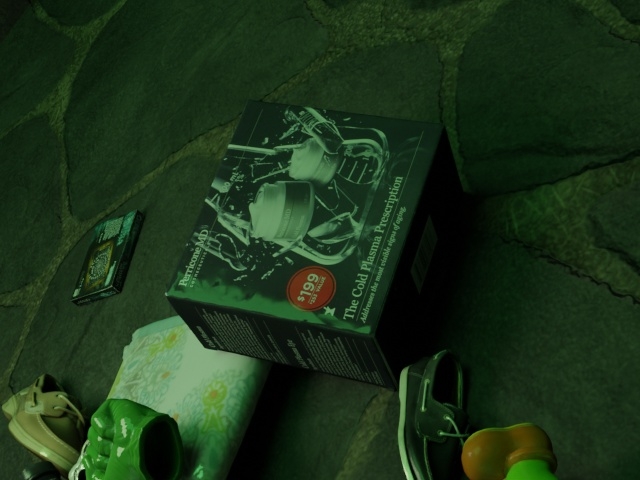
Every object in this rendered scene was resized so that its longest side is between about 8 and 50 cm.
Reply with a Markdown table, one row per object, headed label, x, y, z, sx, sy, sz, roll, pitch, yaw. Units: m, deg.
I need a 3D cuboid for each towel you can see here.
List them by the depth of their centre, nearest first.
| label | x | y | z | sx | sy | sz | roll | pitch | yaw |
| --- | --- | --- | --- | --- | --- | --- | --- | --- | --- |
| towel | -0.221 | 0.257 | 1.843 | 0.374 | 0.090 | 0.321 | -19 | 43 | 45 |

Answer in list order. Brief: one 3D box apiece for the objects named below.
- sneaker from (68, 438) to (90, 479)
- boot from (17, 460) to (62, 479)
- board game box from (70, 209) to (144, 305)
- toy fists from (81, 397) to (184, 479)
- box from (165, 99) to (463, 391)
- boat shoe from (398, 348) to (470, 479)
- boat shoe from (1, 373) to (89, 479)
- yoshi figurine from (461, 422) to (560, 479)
| label | x | y | z | sx | sy | sz | roll | pitch | yaw |
| --- | --- | --- | --- | --- | --- | --- | --- | --- | --- |
| sneaker | -0.353 | 0.339 | 1.817 | 0.037 | 0.032 | 0.083 | 21 | 84 | 54 |
| boot | -0.415 | 0.494 | 1.843 | 0.207 | 0.094 | 0.247 | 47 | 129 | 34 |
| board game box | -0.419 | 0.034 | 2.337 | 0.126 | 0.026 | 0.186 | -17 | 46 | 37 |
| toy fists | -0.258 | 0.356 | 1.645 | 0.096 | 0.279 | 0.142 | -18 | 14 | -42 |
| box | 0.000 | 0.000 | 1.692 | 0.312 | 0.179 | 0.343 | 9 | 62 | 22 |
| boat shoe | 0.148 | 0.239 | 1.494 | 0.079 | 0.084 | 0.233 | -28 | 38 | 28 |
| boat shoe | -0.462 | 0.308 | 2.037 | 0.110 | 0.122 | 0.341 | -48 | 27 | -10 |
| yoshi figurine | 0.226 | 0.374 | 1.214 | 0.203 | 0.203 | 0.362 | -54 | 35 | 22 |
